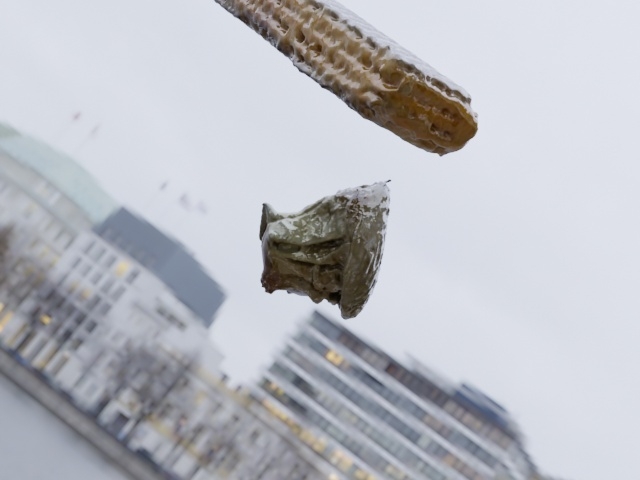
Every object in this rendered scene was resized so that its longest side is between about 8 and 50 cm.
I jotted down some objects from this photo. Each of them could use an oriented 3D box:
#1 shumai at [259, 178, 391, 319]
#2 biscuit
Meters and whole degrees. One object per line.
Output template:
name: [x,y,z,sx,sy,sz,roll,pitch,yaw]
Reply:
shumai: [0.000,0.001,1.307,0.116,0.145,0.145,12,-13,0]
biscuit: [0.000,-0.163,1.136,0.094,0.054,0.378,23,13,-34]
